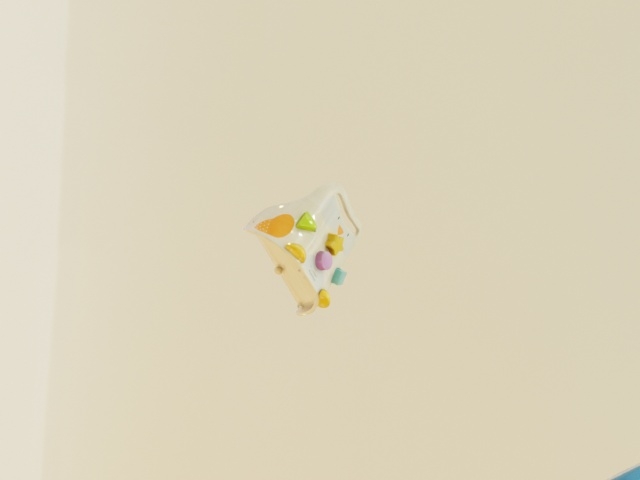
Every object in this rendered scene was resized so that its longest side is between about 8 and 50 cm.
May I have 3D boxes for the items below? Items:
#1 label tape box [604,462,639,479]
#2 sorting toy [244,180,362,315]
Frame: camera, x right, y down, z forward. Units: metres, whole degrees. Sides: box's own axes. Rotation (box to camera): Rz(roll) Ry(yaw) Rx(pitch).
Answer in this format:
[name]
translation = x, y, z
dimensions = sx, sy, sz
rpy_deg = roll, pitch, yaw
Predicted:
[label tape box]
translation = 0.172, 0.311, 0.566
dimensions = 0.249, 0.115, 0.347
rpy_deg = -30, -69, 8
[sorting toy]
translation = 0.000, 0.000, 0.745
dimensions = 0.045, 0.075, 0.083
rpy_deg = 6, -44, 44
